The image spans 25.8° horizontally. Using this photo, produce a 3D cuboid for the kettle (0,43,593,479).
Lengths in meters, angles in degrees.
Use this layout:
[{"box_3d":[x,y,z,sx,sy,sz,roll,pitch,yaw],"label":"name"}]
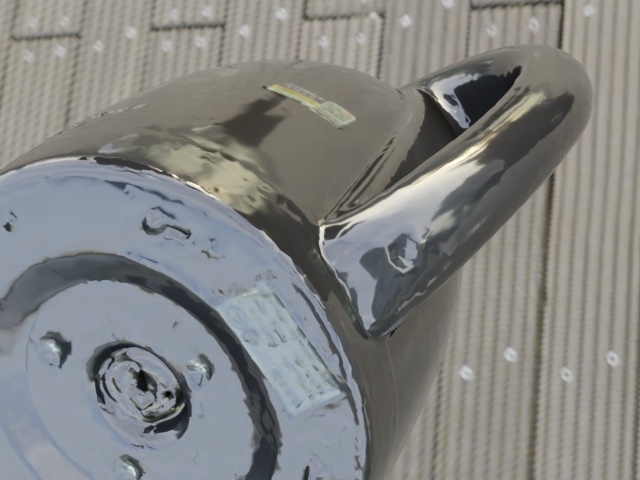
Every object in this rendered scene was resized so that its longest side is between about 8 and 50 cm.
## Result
[{"box_3d":[0.000,0.000,0.650,0.268,0.290,0.207,-24,101,32],"label":"kettle"}]
